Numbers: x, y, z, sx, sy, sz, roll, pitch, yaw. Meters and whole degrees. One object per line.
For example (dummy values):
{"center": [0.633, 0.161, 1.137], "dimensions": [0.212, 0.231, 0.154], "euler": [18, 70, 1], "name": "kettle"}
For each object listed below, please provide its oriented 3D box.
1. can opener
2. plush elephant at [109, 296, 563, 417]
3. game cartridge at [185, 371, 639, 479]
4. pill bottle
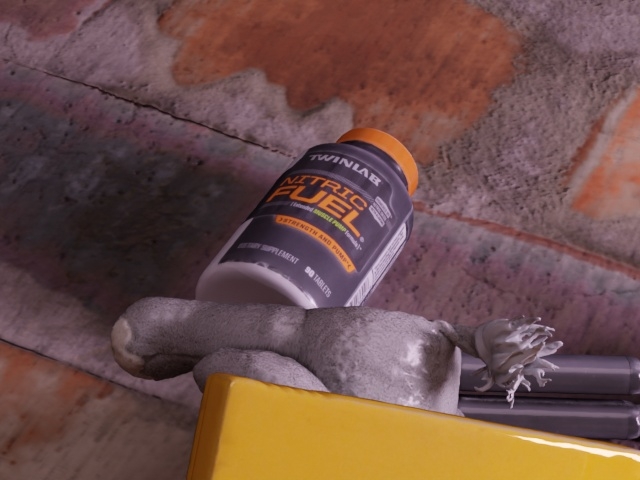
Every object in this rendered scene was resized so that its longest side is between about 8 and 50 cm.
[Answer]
{"center": [0.245, 0.128, 1.596], "dimensions": [0.283, 0.076, 0.095], "euler": [2, 10, -1], "name": "can opener"}
{"center": [0.027, 0.189, 1.393], "dimensions": [0.330, 0.272, 0.255], "euler": [-4, 72, 40], "name": "plush elephant"}
{"center": [0.049, 0.251, 1.230], "dimensions": [0.323, 0.285, 0.052], "euler": [13, -3, -24], "name": "game cartridge"}
{"center": [0.000, 0.000, 1.661], "dimensions": [0.130, 0.130, 0.246], "euler": [19, 44, 17], "name": "pill bottle"}
